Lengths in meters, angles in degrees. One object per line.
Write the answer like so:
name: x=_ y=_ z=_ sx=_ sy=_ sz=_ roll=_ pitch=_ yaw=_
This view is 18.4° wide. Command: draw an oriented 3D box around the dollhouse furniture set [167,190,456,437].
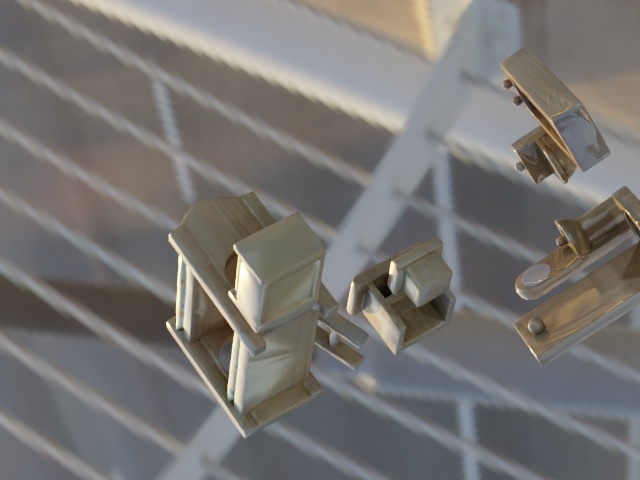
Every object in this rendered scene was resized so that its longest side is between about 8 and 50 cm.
dollhouse furniture set: x=0.000 y=0.000 z=1.154 sx=0.101 sy=0.161 sz=0.182 roll=53 pitch=157 yaw=24

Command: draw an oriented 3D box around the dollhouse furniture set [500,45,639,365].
dollhouse furniture set: x=0.156 y=-0.027 z=1.437 sx=0.151 sy=0.123 sz=0.144 roll=55 pitch=-177 yaw=-30
